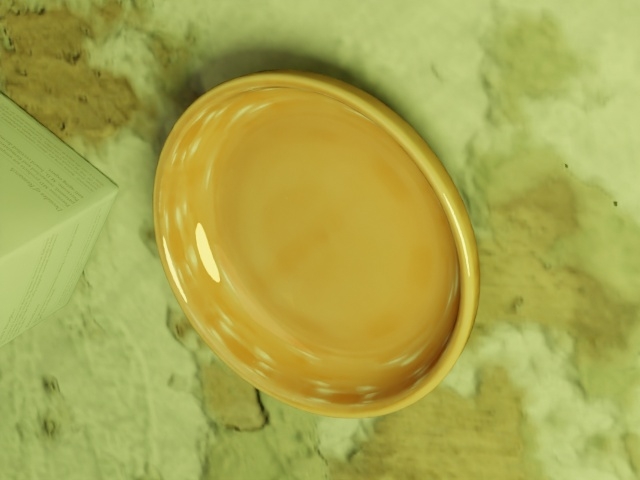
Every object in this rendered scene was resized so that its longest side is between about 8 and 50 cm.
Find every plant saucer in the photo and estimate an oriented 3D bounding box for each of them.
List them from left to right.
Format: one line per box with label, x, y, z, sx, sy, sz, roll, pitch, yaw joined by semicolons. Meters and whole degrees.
plant saucer;0.000;0.000;1.055;0.200;0.037;0.200;15;121;27

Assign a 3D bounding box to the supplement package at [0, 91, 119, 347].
supplement package;-0.219;0.008;1.110;0.105;0.179;0.105;39;127;12
